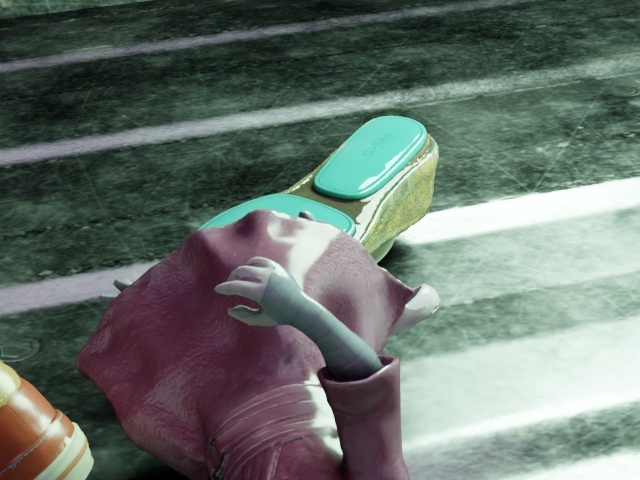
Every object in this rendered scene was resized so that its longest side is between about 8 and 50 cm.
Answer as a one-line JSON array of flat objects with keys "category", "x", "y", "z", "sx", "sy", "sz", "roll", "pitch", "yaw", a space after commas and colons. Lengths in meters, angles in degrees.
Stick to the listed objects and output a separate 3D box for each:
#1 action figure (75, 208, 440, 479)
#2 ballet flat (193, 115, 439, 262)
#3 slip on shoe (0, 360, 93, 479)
[{"category": "action figure", "x": -0.027, "y": 0.148, "z": 0.835, "sx": 0.275, "sy": 0.248, "sz": 0.370, "roll": 32, "pitch": 19, "yaw": -35}, {"category": "ballet flat", "x": 0.000, "y": 0.000, "z": 1.164, "sx": 0.123, "sy": 0.123, "sz": 0.348, "roll": 12, "pitch": 32, "yaw": 31}, {"category": "slip on shoe", "x": -0.277, "y": 0.136, "z": 0.814, "sx": 0.331, "sy": 0.101, "sz": 0.123, "roll": -17, "pitch": 22, "yaw": 40}]
